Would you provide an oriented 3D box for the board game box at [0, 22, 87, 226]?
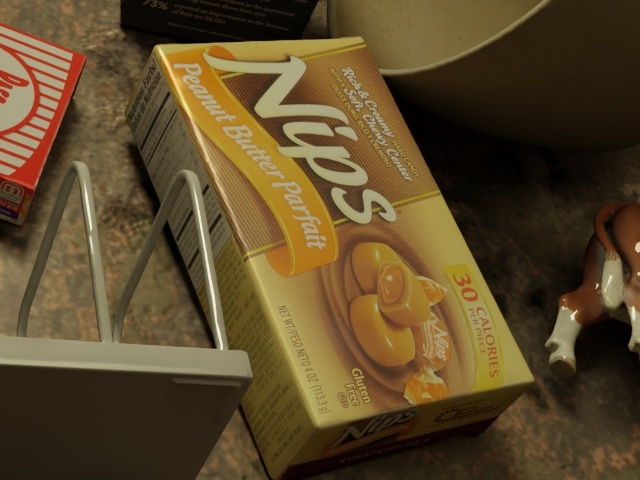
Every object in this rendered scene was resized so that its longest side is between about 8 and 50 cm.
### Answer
[{"bbox_3d":[-0.279,-0.106,1.018,0.193,0.045,0.147,20,46,-11],"label":"board game box"}]

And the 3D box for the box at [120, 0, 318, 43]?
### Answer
[{"bbox_3d":[-0.063,-0.263,1.151,0.153,0.207,0.108,11,49,-19],"label":"box"}]

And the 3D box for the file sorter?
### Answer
[{"bbox_3d":[-0.212,0.057,0.813,0.277,0.193,0.173,5,48,-24],"label":"file sorter"}]

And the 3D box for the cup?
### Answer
[{"bbox_3d":[0.204,-0.206,1.204,0.237,0.331,0.331,39,37,-33],"label":"cup"}]

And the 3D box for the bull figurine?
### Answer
[{"bbox_3d":[0.323,0.096,1.118,0.310,0.101,0.188,36,47,4],"label":"bull figurine"}]

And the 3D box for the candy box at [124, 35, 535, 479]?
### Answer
[{"bbox_3d":[0.000,0.000,1.033,0.183,0.087,0.316,-7,59,-32],"label":"candy box"}]
